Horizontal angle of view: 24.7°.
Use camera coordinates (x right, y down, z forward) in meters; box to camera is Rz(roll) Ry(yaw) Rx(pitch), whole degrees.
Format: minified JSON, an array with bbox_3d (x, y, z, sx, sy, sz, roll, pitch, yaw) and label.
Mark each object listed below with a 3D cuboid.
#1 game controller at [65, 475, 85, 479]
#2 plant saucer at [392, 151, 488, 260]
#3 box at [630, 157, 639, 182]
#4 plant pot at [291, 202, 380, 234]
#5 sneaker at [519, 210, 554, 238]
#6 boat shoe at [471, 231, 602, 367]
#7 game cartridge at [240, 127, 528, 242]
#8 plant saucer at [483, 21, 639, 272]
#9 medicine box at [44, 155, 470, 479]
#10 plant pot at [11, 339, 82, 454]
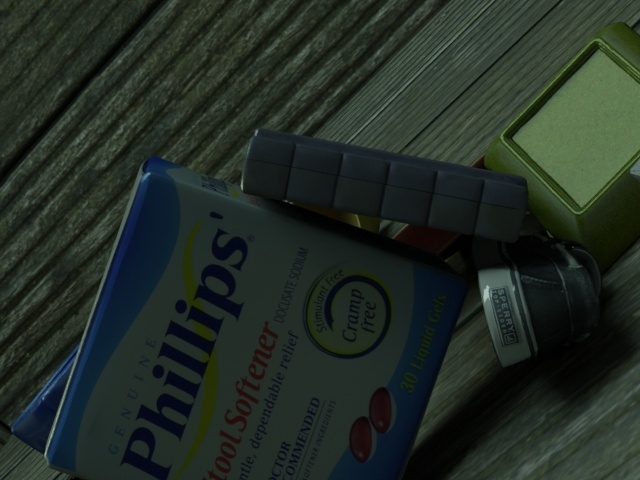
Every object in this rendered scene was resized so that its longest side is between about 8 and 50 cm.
[{"bbox_3d":[-0.184,0.263,1.762,0.319,0.166,0.067,-54,-1,-29],"label":"game controller"},{"bbox_3d":[0.174,-0.045,1.594,0.258,0.048,0.259,-43,-6,25],"label":"plant saucer"},{"bbox_3d":[0.340,-0.084,0.908,0.247,0.142,0.163,-47,10,2],"label":"box"},{"bbox_3d":[0.032,-0.021,2.114,0.095,0.134,0.134,-16,-19,-51],"label":"plant pot"},{"bbox_3d":[0.240,-0.069,1.391,0.234,0.106,0.078,-39,14,41],"label":"sneaker"},{"bbox_3d":[0.187,0.040,1.240,0.102,0.108,0.301,-14,0,6],"label":"boat shoe"},{"bbox_3d":[0.052,-0.052,1.285,0.355,0.230,0.068,-105,21,-86],"label":"game cartridge"},{"bbox_3d":[0.250,-0.095,1.316,0.188,0.045,0.188,-46,48,9],"label":"plant saucer"},{"bbox_3d":[-0.058,0.100,1.264,0.149,0.289,0.263,-128,57,-80],"label":"medicine box"},{"bbox_3d":[-0.284,0.235,2.143,0.236,0.212,0.236,-54,7,-28],"label":"plant pot"}]
